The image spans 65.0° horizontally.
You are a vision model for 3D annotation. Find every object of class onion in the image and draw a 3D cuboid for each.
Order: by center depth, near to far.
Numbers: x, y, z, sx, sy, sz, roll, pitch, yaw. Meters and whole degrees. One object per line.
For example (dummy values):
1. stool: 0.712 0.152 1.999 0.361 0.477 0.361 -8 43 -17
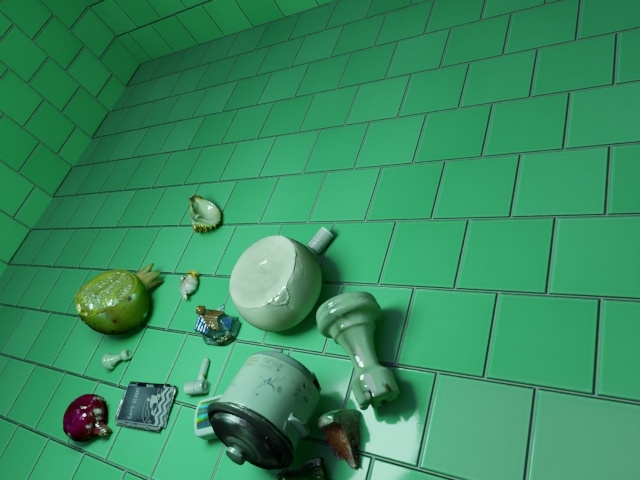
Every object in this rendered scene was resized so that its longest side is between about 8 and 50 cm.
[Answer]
1. onion: -0.851 0.654 1.832 0.198 0.135 0.173 11 67 37

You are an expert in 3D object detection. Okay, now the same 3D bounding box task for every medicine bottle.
1. medicine bottle: -0.283 0.539 1.568 0.229 0.083 0.121 -20 46 20
2. medicine bottle: 0.000 0.000 1.804 0.089 0.057 0.057 -51 45 -9

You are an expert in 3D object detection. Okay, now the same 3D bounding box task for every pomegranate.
1. pomegranate: -0.809 0.252 2.076 0.310 0.216 0.358 15 37 41

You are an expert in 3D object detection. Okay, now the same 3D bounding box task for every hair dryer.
1. hair dryer: -0.418 0.468 1.745 0.082 0.047 0.137 -14 45 27

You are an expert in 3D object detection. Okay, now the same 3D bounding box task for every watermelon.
1. watermelon: 0.060 0.526 1.374 0.098 0.121 0.158 -30 88 32

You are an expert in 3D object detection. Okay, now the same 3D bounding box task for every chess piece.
1. chess piece: 0.116 0.311 1.413 0.194 0.194 0.299 -29 55 13
2. chess piece: -0.809 0.468 2.000 0.103 0.067 0.067 -22 47 8

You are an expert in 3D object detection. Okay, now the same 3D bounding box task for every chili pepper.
1. chili pepper: -0.022 0.700 1.260 0.136 0.099 0.270 -15 40 -6

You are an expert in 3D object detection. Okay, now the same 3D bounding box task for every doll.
1. doll: -0.536 0.177 2.016 0.073 0.084 0.127 -12 44 28

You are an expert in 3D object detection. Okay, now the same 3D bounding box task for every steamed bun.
1. steamed bun: -0.141 0.149 1.679 0.324 0.206 0.324 -21 47 24

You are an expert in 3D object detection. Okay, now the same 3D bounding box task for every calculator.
1. calculator: -0.634 0.593 1.808 0.274 0.028 0.165 -6 57 33

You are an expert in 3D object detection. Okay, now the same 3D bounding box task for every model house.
1. model house: -0.387 0.294 1.779 0.148 0.148 0.119 -1 58 36

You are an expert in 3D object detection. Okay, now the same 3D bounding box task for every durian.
1. durian: -0.514 -0.110 2.183 0.144 0.139 0.252 -22 47 13

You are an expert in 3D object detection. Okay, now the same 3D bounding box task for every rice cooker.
1. rice cooker: -0.153 0.471 1.374 0.317 0.264 0.316 -12 33 8

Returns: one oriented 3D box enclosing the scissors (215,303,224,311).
1. scissors: -0.399 0.270 1.907 0.083 0.006 0.036 -30 47 11
